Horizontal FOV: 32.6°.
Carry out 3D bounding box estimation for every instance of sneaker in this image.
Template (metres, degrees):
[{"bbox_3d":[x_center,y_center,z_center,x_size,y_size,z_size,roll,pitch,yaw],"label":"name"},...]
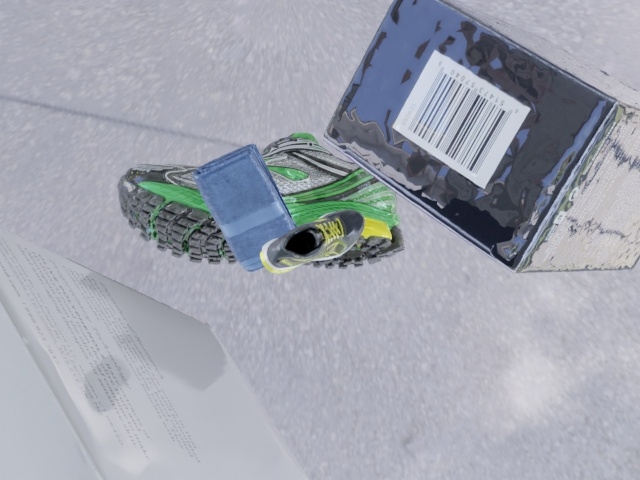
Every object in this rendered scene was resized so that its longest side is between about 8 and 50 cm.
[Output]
[{"bbox_3d":[0.000,0.000,0.757,0.083,0.035,0.031,-26,89,-27],"label":"sneaker"},{"bbox_3d":[-0.070,-0.052,1.277,0.343,0.134,0.146,4,69,-27],"label":"sneaker"}]

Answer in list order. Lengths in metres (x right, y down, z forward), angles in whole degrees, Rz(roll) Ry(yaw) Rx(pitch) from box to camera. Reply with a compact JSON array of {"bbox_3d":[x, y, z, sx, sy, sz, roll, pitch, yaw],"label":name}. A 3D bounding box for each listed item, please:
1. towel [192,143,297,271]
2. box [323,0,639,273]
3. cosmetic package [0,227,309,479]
[{"bbox_3d":[-0.067,-0.029,1.021,0.067,0.029,0.119,-23,121,6],"label":"towel"},{"bbox_3d":[0.130,-0.063,0.679,0.153,0.207,0.108,38,109,30],"label":"box"},{"bbox_3d":[-0.156,0.132,0.612,0.197,0.365,0.155,-35,74,2],"label":"cosmetic package"}]
